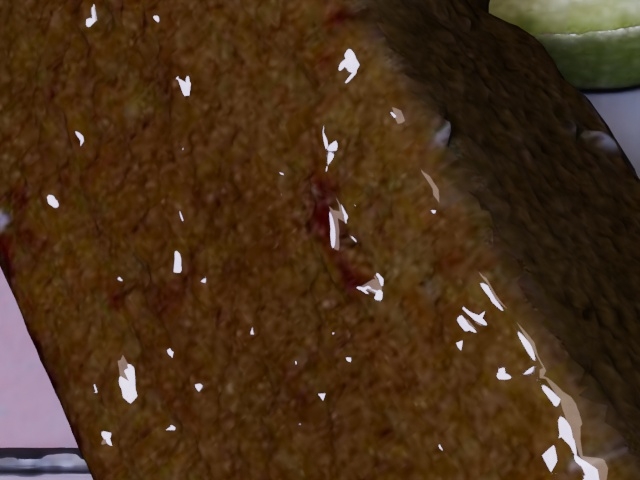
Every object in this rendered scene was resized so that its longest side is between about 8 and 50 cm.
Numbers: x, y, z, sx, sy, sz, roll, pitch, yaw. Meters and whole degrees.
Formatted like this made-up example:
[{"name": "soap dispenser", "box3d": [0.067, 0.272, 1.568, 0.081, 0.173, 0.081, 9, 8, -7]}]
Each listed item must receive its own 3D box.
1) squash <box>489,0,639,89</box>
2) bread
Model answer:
[{"name": "squash", "box3d": [0.082, -0.168, 0.649, 0.252, 0.049, 0.252, -5, 66, 12]}, {"name": "bread", "box3d": [0.000, 0.000, 0.532, 0.165, 0.113, 0.416, -43, 60, 32]}]
